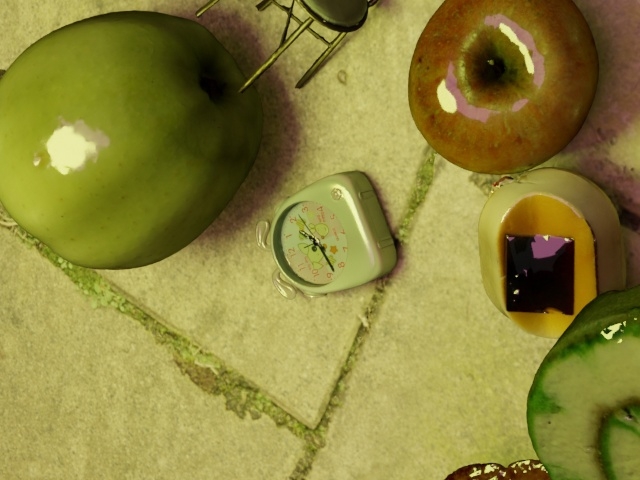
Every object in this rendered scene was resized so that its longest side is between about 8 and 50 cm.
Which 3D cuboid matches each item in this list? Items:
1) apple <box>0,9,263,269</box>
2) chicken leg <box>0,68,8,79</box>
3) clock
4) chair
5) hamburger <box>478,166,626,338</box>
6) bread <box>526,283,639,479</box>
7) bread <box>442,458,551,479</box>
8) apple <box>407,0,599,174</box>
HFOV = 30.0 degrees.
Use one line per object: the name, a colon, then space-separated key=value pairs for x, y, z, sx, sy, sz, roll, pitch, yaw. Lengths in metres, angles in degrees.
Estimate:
apple: x=-0.263 y=-0.141 z=1.596 sx=0.357 sy=0.357 sz=0.357 roll=7 pitch=103 yaw=31
chicken leg: x=-0.462 y=-0.181 z=1.871 sx=0.125 sy=0.080 sz=0.196 roll=-15 pitch=91 yaw=46
clock: x=0.000 y=0.000 z=1.625 sx=0.191 sy=0.062 sz=0.151 roll=-21 pitch=89 yaw=34
chair: x=0.012 y=-0.327 z=1.500 sx=0.326 sy=0.170 sz=0.159 roll=-32 pitch=80 yaw=39
hamburger: x=0.271 y=0.015 z=1.416 sx=0.173 sy=0.116 sz=0.210 roll=-1 pitch=114 yaw=22
bread: x=0.408 y=0.218 z=1.297 sx=0.366 sy=0.129 sz=0.381 roll=31 pitch=137 yaw=18
bread: x=0.232 y=0.397 z=1.492 sx=0.247 sy=0.135 sz=0.232 roll=-22 pitch=65 yaw=33
apple: x=0.210 y=-0.191 z=1.389 sx=0.237 sy=0.207 sz=0.236 roll=1 pitch=94 yaw=14
